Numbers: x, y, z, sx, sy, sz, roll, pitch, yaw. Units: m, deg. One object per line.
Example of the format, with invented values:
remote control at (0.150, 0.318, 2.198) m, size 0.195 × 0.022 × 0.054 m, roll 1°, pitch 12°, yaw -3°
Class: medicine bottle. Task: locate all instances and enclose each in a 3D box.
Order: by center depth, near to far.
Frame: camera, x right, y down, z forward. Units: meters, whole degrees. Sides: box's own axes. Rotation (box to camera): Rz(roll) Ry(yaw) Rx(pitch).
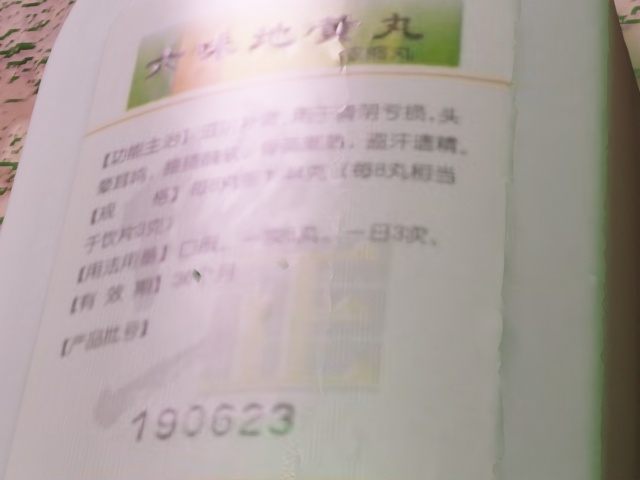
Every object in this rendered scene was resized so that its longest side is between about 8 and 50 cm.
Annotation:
medicine bottle at (0.000, 0.000, 0.466) m, size 0.179 × 0.124 × 0.324 m, roll -7°, pitch 55°, yaw 20°
